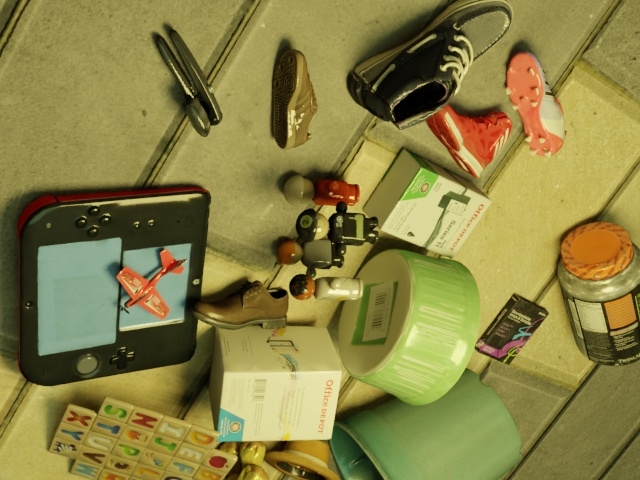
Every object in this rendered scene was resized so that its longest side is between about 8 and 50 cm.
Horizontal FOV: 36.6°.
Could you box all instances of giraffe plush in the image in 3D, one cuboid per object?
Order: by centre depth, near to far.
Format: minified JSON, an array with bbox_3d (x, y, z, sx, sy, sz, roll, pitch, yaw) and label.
[{"bbox_3d":[-0.154,0.550,2.065,0.181,0.210,0.170,-16,136,31],"label":"giraffe plush"}]

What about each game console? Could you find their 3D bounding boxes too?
[{"bbox_3d":[-0.374,0.086,1.754,0.342,0.060,0.387,-4,122,-24],"label":"game console"}]

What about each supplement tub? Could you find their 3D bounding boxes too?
[{"bbox_3d":[0.650,0.121,2.198,0.193,0.193,0.316,-30,129,-6],"label":"supplement tub"}]

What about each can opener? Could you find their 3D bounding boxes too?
[{"bbox_3d":[-0.214,-0.265,1.610,0.059,0.073,0.186,-22,119,-2],"label":"can opener"}]

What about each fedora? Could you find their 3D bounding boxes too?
[{"bbox_3d":[-0.033,0.477,2.138,0.194,0.194,0.079,41,59,-38],"label":"fedora"}]

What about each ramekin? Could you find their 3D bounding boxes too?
[{"bbox_3d":[0.164,0.162,1.924,0.148,0.303,0.303,20,110,-26],"label":"ramekin"}]

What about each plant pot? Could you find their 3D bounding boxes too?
[{"bbox_3d":[0.244,0.471,2.156,0.334,0.341,0.341,-27,129,-18],"label":"plant pot"}]

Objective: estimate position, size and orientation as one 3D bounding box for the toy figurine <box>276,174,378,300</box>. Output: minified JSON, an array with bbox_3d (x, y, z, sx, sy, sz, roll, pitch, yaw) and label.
[{"bbox_3d":[0.000,0.000,1.789,0.148,0.213,0.210,4,121,-18],"label":"toy figurine"}]

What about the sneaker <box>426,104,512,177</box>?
[{"bbox_3d":[0.291,-0.230,1.880,0.128,0.087,0.221,-46,141,-4],"label":"sneaker"}]

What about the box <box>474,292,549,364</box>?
[{"bbox_3d":[0.446,0.208,2.258,0.116,0.029,0.162,24,106,-36],"label":"box"}]

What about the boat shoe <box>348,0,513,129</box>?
[{"bbox_3d":[0.228,-0.314,1.731,0.340,0.158,0.127,-33,129,-3],"label":"boat shoe"}]

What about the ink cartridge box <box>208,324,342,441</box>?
[{"bbox_3d":[-0.093,0.280,1.919,0.232,0.168,0.171,2,118,-14],"label":"ink cartridge box"}]

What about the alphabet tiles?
[{"bbox_3d":[-0.349,0.419,1.899,0.342,0.011,0.285,21,132,-13],"label":"alphabet tiles"}]

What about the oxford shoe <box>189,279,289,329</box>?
[{"bbox_3d":[-0.154,0.119,1.868,0.227,0.082,0.096,0,109,-46],"label":"oxford shoe"}]

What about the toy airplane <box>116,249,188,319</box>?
[{"bbox_3d":[-0.303,0.075,1.743,0.151,0.028,0.151,-18,128,-24],"label":"toy airplane"}]

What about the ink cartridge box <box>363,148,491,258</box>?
[{"bbox_3d":[0.215,-0.069,1.927,0.208,0.087,0.153,20,110,-35],"label":"ink cartridge box"}]

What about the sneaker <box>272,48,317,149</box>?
[{"bbox_3d":[-0.040,-0.253,1.710,0.071,0.066,0.188,-19,134,-35],"label":"sneaker"}]

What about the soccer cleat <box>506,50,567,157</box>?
[{"bbox_3d":[0.433,-0.278,1.920,0.095,0.083,0.248,-48,130,-30],"label":"soccer cleat"}]
